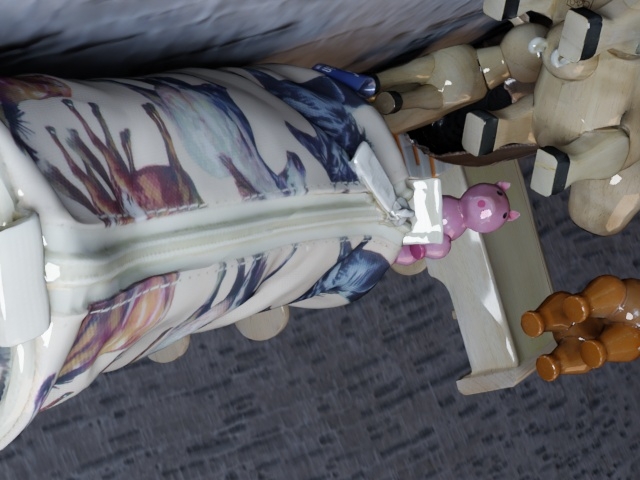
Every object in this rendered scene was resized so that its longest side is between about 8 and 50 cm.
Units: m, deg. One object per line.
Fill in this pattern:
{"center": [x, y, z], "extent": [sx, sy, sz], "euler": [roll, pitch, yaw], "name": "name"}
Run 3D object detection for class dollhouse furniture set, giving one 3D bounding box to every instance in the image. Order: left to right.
{"center": [0.046, 0.052, 1.404], "extent": [0.394, 0.256, 0.362], "euler": [-15, -179, 32], "name": "dollhouse furniture set"}

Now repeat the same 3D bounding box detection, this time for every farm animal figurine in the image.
{"center": [0.172, -0.086, 0.876], "extent": [0.172, 0.330, 0.326], "euler": [-18, 146, -34], "name": "farm animal figurine"}

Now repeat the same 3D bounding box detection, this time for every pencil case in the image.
{"center": [-0.087, -0.012, 0.611], "extent": [0.184, 0.159, 0.410], "euler": [-6, -176, 25], "name": "pencil case"}

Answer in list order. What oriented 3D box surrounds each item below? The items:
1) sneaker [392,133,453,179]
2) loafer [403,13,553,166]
{"center": [0.038, -0.084, 1.190], "extent": [0.215, 0.084, 0.083], "euler": [-12, 175, -22], "name": "sneaker"}
{"center": [0.207, -0.132, 1.021], "extent": [0.130, 0.133, 0.366], "euler": [-21, 176, -41], "name": "loafer"}
